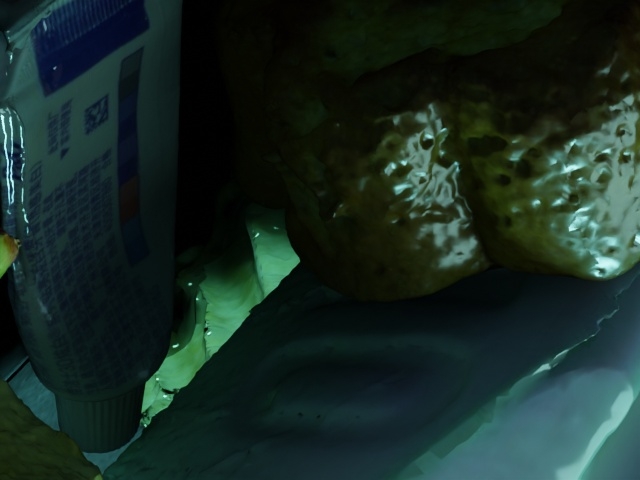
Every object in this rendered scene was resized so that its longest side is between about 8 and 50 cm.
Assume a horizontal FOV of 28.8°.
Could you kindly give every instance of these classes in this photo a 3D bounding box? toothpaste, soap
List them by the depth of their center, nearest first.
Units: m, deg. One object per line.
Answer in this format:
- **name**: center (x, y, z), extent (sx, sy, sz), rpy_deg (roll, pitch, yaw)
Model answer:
- **toothpaste**: center (-0.099, -0.002, 0.545), extent (0.099, 0.068, 0.282), rpy_deg (-84, -179, -46)
- **soap**: center (0.093, 0.062, 0.643), extent (0.261, 0.156, 0.446), rpy_deg (-7, -148, 49)

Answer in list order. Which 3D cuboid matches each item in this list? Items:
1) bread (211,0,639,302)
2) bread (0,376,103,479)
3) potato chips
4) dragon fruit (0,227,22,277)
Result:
- **bread**: center (0.070, -0.074, 0.550), extent (0.232, 0.246, 0.135), rpy_deg (-58, 144, -29)
- **bread**: center (-0.217, 0.170, 0.436), extent (0.275, 0.114, 0.184), rpy_deg (-58, 163, 8)
- **potato chips**: center (0.000, 0.000, 0.867), extent (0.358, 0.070, 0.429), rpy_deg (-47, 163, -16)
- **dragon fruit**: center (-0.138, 0.006, 0.413), extent (0.056, 0.060, 0.083), rpy_deg (-54, 169, -17)
